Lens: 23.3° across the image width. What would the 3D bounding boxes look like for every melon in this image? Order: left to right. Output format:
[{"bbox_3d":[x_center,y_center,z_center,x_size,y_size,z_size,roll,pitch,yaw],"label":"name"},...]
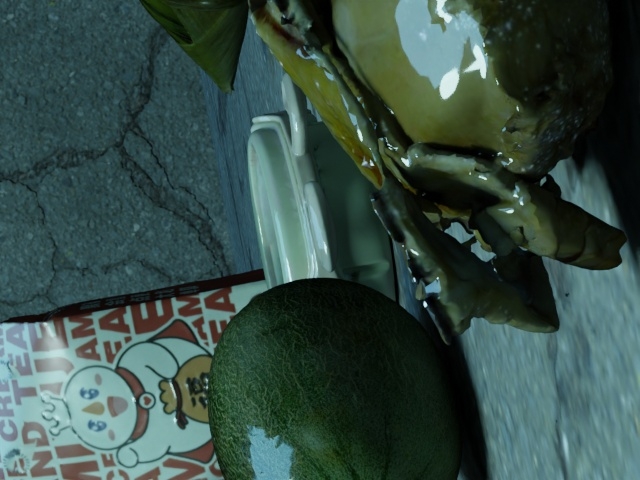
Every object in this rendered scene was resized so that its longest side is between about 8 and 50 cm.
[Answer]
[{"bbox_3d":[0.004,0.079,0.713,0.167,0.114,0.114,-111,11,-56],"label":"melon"}]

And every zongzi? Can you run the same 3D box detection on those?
[{"bbox_3d":[-0.098,-0.200,1.156,0.251,0.125,0.274,-97,-3,-65],"label":"zongzi"}]

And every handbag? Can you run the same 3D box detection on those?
[{"bbox_3d":[-0.137,0.125,1.257,0.151,0.298,0.171,-164,63,-83],"label":"handbag"}]

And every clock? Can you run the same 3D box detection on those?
[{"bbox_3d":[0.000,0.000,0.873,0.191,0.062,0.152,91,168,-60],"label":"clock"}]

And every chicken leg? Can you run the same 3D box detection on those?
[{"bbox_3d":[0.032,-0.041,0.443,0.196,0.080,0.125,-134,21,-81],"label":"chicken leg"}]
